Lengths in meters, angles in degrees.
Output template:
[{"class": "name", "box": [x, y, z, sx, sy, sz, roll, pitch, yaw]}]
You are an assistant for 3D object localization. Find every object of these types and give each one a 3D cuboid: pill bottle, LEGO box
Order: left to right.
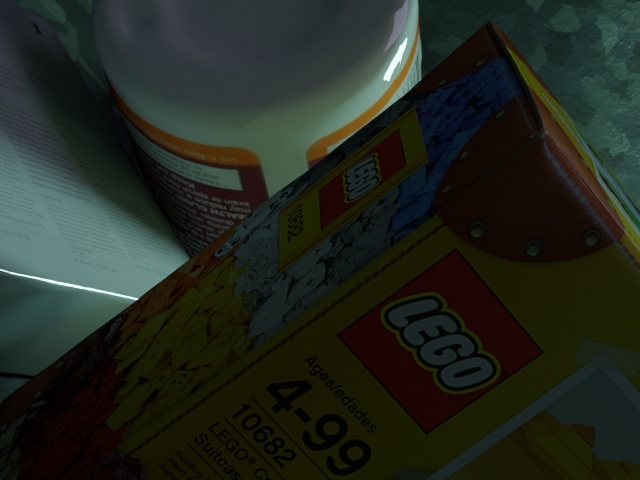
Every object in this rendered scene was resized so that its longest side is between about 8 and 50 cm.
[{"class": "pill bottle", "box": [-0.028, -0.071, 1.100, 0.392, 0.224, 0.224, 80, -17, -60]}, {"class": "LEGO box", "box": [0.105, 0.198, 0.792, 0.500, 0.372, 0.193, 48, 15, -19]}]

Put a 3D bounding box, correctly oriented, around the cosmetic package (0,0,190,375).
[{"class": "cosmetic package", "box": [-0.239, -0.059, 0.870, 0.284, 0.097, 0.377, 60, 15, 19]}]
